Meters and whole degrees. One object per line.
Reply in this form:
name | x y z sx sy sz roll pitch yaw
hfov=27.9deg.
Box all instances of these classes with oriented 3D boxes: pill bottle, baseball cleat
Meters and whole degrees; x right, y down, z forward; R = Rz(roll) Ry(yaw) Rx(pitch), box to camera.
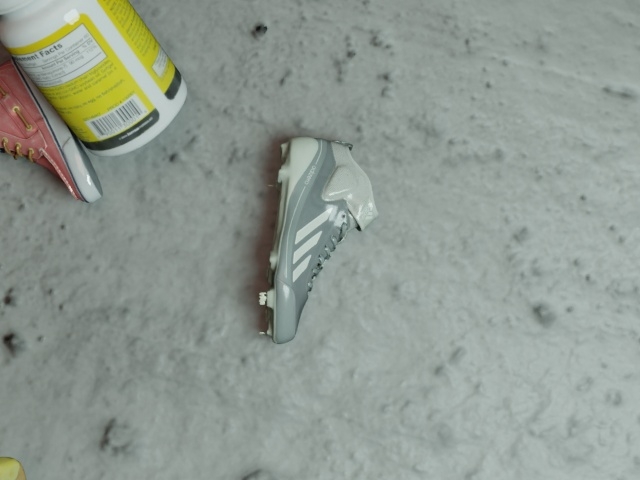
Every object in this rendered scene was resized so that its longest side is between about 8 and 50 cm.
pill bottle | -0.227 -0.190 1.205 0.119 0.208 0.119 -22 36 17
baseball cleat | 0.000 0.000 1.238 0.109 0.072 0.206 5 82 -4

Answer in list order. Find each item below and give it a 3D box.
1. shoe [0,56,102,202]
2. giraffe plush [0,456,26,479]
shoe | -0.286 -0.098 1.272 0.081 0.063 0.178 -30 74 -3
giraffe plush | -0.391 0.257 1.160 0.170 0.210 0.181 12 81 34
